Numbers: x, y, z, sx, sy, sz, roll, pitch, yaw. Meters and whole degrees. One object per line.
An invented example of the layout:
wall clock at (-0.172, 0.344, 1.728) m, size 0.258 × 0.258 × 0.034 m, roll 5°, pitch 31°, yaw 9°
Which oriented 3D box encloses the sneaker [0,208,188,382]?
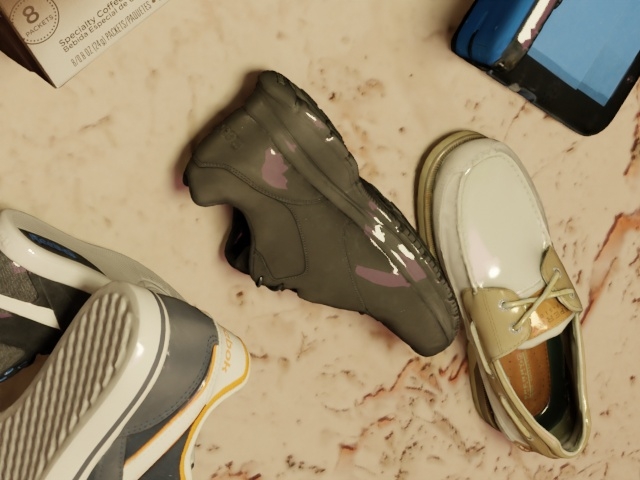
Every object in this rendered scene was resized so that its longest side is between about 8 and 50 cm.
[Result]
sneaker at (-0.190, 0.064, 1.462) m, size 0.121 × 0.079 × 0.217 m, roll -47°, pitch 132°, yaw 13°

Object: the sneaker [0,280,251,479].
sneaker at (-0.174, 0.166, 1.430) m, size 0.127 × 0.126 × 0.321 m, roll 20°, pitch 127°, yaw -39°

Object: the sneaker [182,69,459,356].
sneaker at (0.000, 0.000, 1.533) m, size 0.130 × 0.109 × 0.286 m, roll -39°, pitch 119°, yaw 2°

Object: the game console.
game console at (0.249, -0.228, 1.530) m, size 0.173 × 0.250 × 0.293 m, roll 30°, pitch 95°, yaw -10°

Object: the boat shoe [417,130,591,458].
boat shoe at (0.167, 0.048, 1.639) m, size 0.113 × 0.103 × 0.302 m, roll -30°, pitch 123°, yaw -16°

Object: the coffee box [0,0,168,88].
coffee box at (-0.124, -0.263, 1.316) m, size 0.297 × 0.119 × 0.168 m, roll -39°, pitch 125°, yaw -11°
